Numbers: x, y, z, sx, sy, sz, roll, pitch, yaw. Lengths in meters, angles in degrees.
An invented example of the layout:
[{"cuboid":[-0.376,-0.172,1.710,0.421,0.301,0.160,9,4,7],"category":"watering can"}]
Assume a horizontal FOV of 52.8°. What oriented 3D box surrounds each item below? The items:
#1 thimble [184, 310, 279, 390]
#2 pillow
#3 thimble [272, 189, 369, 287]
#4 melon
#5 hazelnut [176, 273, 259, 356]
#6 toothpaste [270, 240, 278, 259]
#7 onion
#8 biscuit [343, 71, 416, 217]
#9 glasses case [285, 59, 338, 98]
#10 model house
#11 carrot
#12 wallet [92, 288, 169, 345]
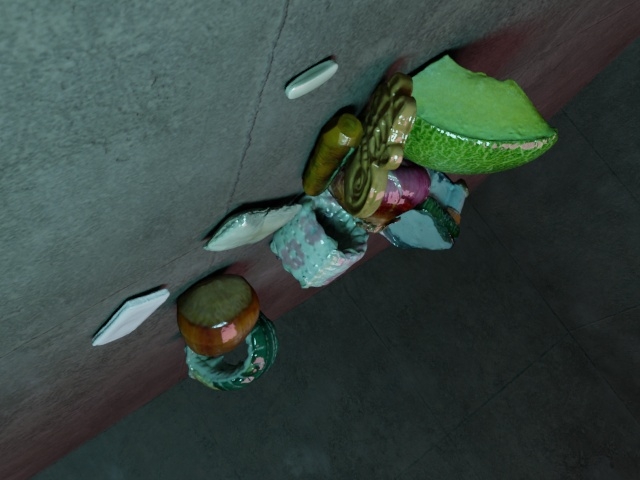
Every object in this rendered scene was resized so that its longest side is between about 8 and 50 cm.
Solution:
[{"cuboid":[-0.280,0.334,2.005,0.288,0.254,0.167,-36,170,15],"category":"thimble"},{"cuboid":[-0.136,-0.031,1.318,0.128,0.051,0.229,-35,172,29],"category":"pillow"},{"cuboid":[0.000,0.000,1.463,0.185,0.211,0.149,26,132,-27],"category":"thimble"},{"cuboid":[0.267,-0.233,1.307,0.331,0.226,0.343,4,168,0],"category":"melon"},{"cuboid":[-0.247,0.188,1.579,0.214,0.176,0.214,-17,127,-24],"category":"hazelnut"},{"cuboid":[-0.106,0.024,1.744,0.060,0.038,0.233,-33,173,-1],"category":"toothpaste"},{"cuboid":[0.128,-0.098,1.401,0.230,0.163,0.230,-2,173,0],"category":"onion"},{"cuboid":[0.092,-0.161,1.122,0.044,0.202,0.288,7,150,-13],"category":"biscuit"},{"cuboid":[-0.012,-0.222,0.885,0.083,0.021,0.032,-33,171,-12],"category":"glasses case"},{"cuboid":[0.298,-0.136,1.834,0.253,0.184,0.291,-8,-127,54],"category":"model house"},{"cuboid":[0.016,-0.153,1.204,0.070,0.070,0.260,-32,171,-21],"category":"carrot"},{"cuboid":[-0.409,0.163,1.384,0.183,0.032,0.124,-40,170,35],"category":"wallet"}]
